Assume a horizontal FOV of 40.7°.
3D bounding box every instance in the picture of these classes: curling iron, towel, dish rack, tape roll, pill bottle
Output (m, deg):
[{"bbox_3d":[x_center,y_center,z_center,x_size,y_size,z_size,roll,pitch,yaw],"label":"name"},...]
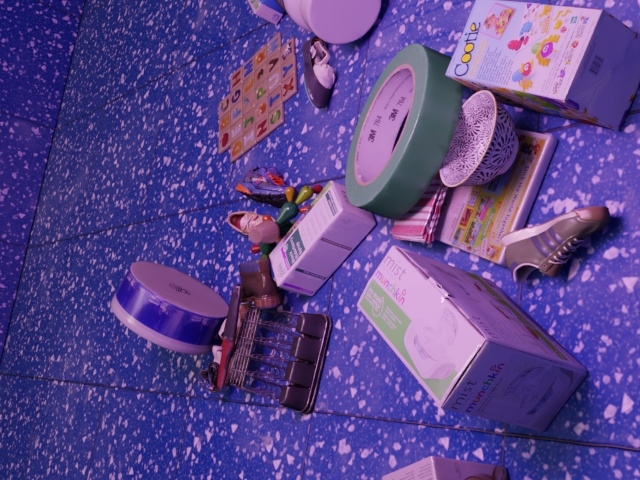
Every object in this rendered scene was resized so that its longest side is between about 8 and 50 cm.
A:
[{"bbox_3d":[-0.217,0.222,1.921,0.068,0.035,0.273,24,112,19],"label":"curling iron"},{"bbox_3d":[0.196,-0.090,1.586,0.196,0.029,0.144,-69,19,-5],"label":"towel"},{"bbox_3d":[-0.097,0.240,1.834,0.272,0.074,0.208,2,75,56],"label":"dish rack"},{"bbox_3d":[0.149,-0.203,1.608,0.321,0.077,0.321,-162,90,-73],"label":"tape roll"},{"bbox_3d":[-0.012,-0.596,1.968,0.204,0.204,0.361,-56,38,21],"label":"pill bottle"}]

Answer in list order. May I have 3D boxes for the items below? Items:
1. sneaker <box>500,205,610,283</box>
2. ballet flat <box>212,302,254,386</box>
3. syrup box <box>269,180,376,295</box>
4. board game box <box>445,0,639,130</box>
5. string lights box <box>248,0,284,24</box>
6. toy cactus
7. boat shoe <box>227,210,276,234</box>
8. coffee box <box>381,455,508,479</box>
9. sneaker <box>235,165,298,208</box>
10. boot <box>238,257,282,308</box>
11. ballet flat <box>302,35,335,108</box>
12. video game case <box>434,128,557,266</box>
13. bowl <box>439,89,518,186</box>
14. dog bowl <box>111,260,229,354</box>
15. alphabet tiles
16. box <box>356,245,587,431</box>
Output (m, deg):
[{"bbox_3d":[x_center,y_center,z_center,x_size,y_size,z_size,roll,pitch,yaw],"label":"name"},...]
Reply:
[{"bbox_3d":[0.363,0.014,1.321,0.192,0.064,0.086,-22,66,47],"label":"sneaker"},{"bbox_3d":[-0.212,0.236,1.989,0.073,0.067,0.206,23,94,56],"label":"ballet flat"},{"bbox_3d":[0.000,0.000,1.782,0.237,0.096,0.093,-49,39,28],"label":"syrup box"},{"bbox_3d":[0.359,-0.286,1.382,0.275,0.142,0.144,30,100,54],"label":"board game box"},{"bbox_3d":[-0.088,-0.706,2.229,0.259,0.077,0.133,-52,38,25],"label":"string lights box"},{"bbox_3d":[-0.094,-0.034,1.859,0.219,0.180,0.112,-45,76,28],"label":"toy cactus"},{"bbox_3d":[-0.167,-0.037,2.055,0.170,0.059,0.062,6,80,54],"label":"boat shoe"},{"bbox_3d":[0.203,0.477,1.235,0.119,0.168,0.297,-37,47,39],"label":"coffee box"},{"bbox_3d":[-0.122,-0.133,2.025,0.221,0.083,0.087,19,83,52],"label":"sneaker"},{"bbox_3d":[-0.141,0.084,1.908,0.219,0.082,0.106,-172,72,-67],"label":"boot"},{"bbox_3d":[-0.003,-0.395,1.986,0.074,0.074,0.203,-40,44,37],"label":"ballet flat"},{"bbox_3d":[0.288,-0.088,1.493,0.206,0.026,0.226,26,95,55],"label":"video game case"},{"bbox_3d":[0.275,-0.156,1.434,0.170,0.080,0.170,-55,24,39],"label":"bowl"},{"bbox_3d":[-0.352,0.157,2.043,0.104,0.265,0.265,-62,36,11],"label":"dog bowl"},{"bbox_3d":[-0.169,-0.372,2.249,0.343,0.011,0.285,-31,52,43],"label":"alphabet tiles"},{"bbox_3d":[0.223,0.143,1.301,0.126,0.231,0.262,-60,38,16],"label":"box"}]
